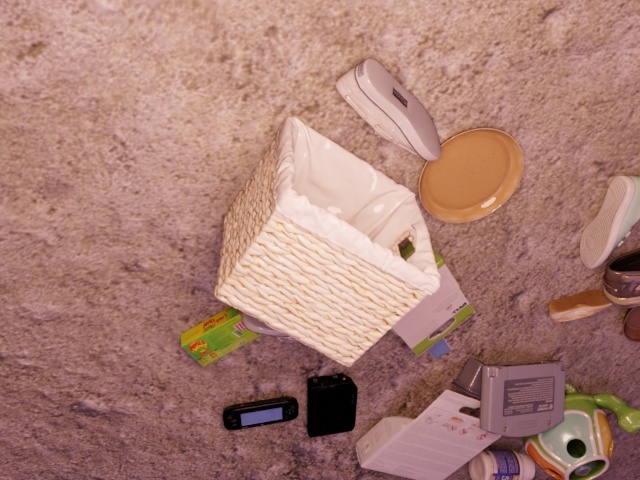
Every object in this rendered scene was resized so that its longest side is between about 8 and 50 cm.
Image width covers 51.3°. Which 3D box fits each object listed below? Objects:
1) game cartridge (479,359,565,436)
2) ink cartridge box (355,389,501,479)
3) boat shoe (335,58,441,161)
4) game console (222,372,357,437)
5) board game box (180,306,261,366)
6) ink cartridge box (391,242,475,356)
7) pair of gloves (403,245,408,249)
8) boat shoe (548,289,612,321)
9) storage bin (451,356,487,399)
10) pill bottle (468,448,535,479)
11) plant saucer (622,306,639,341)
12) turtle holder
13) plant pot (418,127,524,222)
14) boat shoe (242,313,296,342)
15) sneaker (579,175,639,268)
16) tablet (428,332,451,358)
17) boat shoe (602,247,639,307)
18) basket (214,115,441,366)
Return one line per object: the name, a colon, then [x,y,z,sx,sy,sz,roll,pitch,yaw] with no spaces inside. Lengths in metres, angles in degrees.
game cartridge: [0.555,0.434,1.830,0.297,0.062,0.198,3,93,-31]
ink cartridge box: [0.334,0.547,1.917,0.308,0.091,0.385,23,121,-28]
boat shoe: [0.134,-0.234,1.279,0.088,0.096,0.267,-19,142,37]
game console: [-0.078,0.461,1.788,0.361,0.044,0.213,-7,128,-9]
board game box: [-0.225,0.216,1.559,0.181,0.043,0.092,-30,128,8]
ink cartridge box: [0.232,0.141,1.570,0.188,0.097,0.255,-39,136,2]
pair of gloves: [0.120,0.077,1.556,0.198,0.023,0.159,-20,129,0]
boat shoe: [0.686,0.176,1.759,0.170,0.063,0.059,-10,132,5]
storage bin: [0.438,0.383,1.840,0.135,0.098,0.091,28,88,-30]
pill bottle: [0.577,0.720,2.114,0.186,0.112,0.112,5,126,-18]
plant saucer: [0.924,0.200,1.851,0.198,0.036,0.199,-8,129,-10]
turtle holder: [0.769,0.583,1.983,0.320,0.227,0.243,-7,128,-9]
plant pot: [0.319,-0.142,1.433,0.236,0.032,0.236,-8,129,-10]
boat shoe: [-0.068,0.200,1.544,0.258,0.095,0.084,7,131,-29]
sneaker: [0.727,-0.035,1.582,0.151,0.094,0.256,0,128,-18]
tablet: [0.311,0.281,1.773,0.054,0.006,0.083,-30,127,10]
boat shoe: [0.880,0.050,1.664,0.355,0.132,0.130,-26,129,4]
basket: [0.000,0.000,1.248,0.331,0.328,0.266,31,117,-21]
